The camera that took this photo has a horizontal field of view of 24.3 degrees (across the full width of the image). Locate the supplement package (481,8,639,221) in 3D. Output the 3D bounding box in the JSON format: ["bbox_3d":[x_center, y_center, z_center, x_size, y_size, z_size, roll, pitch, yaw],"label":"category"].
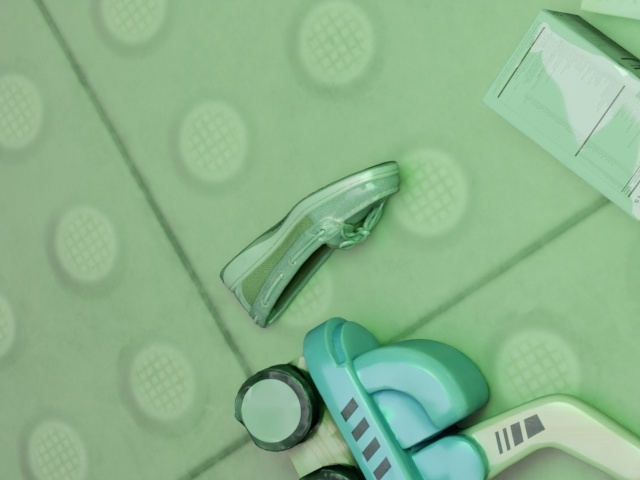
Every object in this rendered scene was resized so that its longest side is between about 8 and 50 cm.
[{"bbox_3d":[0.341,-0.149,1.766,0.244,0.134,0.139,41,112,20],"label":"supplement package"}]

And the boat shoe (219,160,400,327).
[{"bbox_3d":[-0.002,0.001,1.987,0.320,0.118,0.103,-37,83,31],"label":"boat shoe"}]

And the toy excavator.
[{"bbox_3d":[0.181,0.246,1.867,0.445,0.222,0.433,-33,80,19],"label":"toy excavator"}]

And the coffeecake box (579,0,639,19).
[{"bbox_3d":[0.409,-0.328,1.737,0.186,0.068,0.142,15,112,27],"label":"coffeecake box"}]
